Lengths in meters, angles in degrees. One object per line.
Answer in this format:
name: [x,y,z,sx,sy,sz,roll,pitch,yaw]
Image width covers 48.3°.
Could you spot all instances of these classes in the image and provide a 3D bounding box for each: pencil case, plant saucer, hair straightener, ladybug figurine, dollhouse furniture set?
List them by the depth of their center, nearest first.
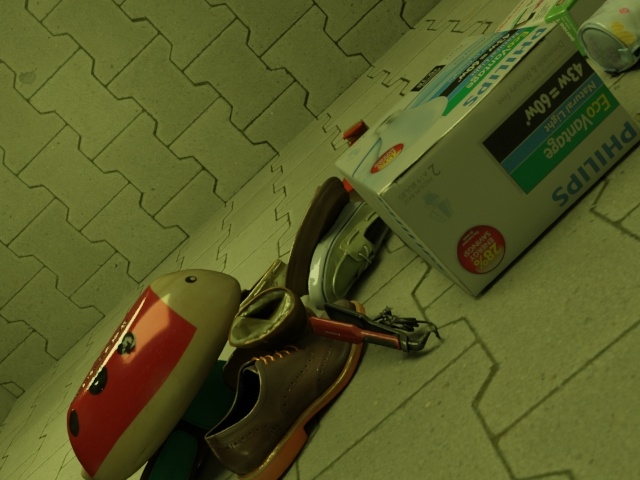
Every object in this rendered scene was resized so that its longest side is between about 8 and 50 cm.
hair straightener: [0.091,0.124,1.113,0.231,0.047,0.089,2,35,43]
pencil case: [0.580,-0.423,1.255,0.273,0.113,0.124,-47,25,-7]
ladybug figurine: [-0.316,0.234,1.300,0.449,0.162,0.305,-58,16,-7]
plant saucer: [0.000,0.000,1.513,0.278,0.041,0.277,21,-90,-77]
dollhouse furniture set: [0.094,-0.183,1.798,0.262,0.135,0.259,-34,20,33]

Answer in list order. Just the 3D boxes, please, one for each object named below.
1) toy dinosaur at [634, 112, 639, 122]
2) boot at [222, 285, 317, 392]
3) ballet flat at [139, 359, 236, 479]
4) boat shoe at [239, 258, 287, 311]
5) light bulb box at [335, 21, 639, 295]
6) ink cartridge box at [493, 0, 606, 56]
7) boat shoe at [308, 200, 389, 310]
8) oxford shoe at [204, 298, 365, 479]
toy dinosaur: [0.492,-0.158,0.917,0.118,0.064,0.268,-36,11,-24]
boot: [-0.116,0.181,1.280,0.236,0.089,0.269,-44,-15,-1]
ballet flat: [-0.255,0.379,1.361,0.124,0.116,0.342,-56,9,41]
boat shoe: [-0.161,0.133,1.723,0.285,0.089,0.104,-35,19,31]
light bulb box: [0.248,-0.146,1.182,0.358,0.225,0.361,-44,15,2]
ink cartridge box: [0.513,-0.474,1.530,0.201,0.117,0.278,-49,16,-16]
boat shoe: [0.063,0.018,1.439,0.094,0.109,0.302,-2,41,28]
oxford shoe: [-0.046,0.217,1.164,0.130,0.133,0.363,-23,27,53]
